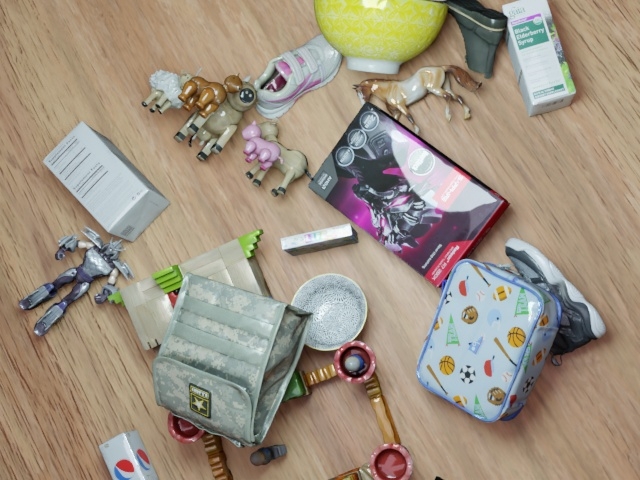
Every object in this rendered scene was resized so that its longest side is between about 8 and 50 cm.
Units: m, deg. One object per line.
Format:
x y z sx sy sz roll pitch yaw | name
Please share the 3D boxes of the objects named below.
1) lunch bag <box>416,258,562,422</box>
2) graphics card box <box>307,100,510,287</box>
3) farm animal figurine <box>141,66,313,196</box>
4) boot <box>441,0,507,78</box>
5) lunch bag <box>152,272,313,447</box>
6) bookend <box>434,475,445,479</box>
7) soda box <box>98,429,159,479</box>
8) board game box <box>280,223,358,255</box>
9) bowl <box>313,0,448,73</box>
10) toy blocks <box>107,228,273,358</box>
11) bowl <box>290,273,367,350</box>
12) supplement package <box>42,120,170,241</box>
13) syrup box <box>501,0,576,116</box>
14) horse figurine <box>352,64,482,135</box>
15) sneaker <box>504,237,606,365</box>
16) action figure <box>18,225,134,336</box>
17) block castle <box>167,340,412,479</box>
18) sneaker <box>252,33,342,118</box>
0.328 0.190 1.558 0.243 0.115 0.303 28 102 41 | lunch bag
0.184 -0.100 1.671 0.371 0.094 0.232 40 105 15 | graphics card box
-0.188 -0.264 1.728 0.327 0.330 0.172 10 59 48 | farm animal figurine
0.325 -0.457 1.737 0.077 0.137 0.198 -11 37 -23 | boot
-0.183 0.233 1.509 0.235 0.169 0.287 16 85 25 | lunch bag
0.273 0.587 1.576 0.156 0.072 0.157 23 87 14 | bookend
-0.402 0.530 1.715 0.069 0.074 0.216 -30 77 5 | soda box
0.000 0.000 1.707 0.154 0.103 0.026 -12 79 8 | board game box
0.122 -0.444 1.688 0.290 0.289 0.156 9 104 12 | bowl
-0.248 0.168 1.710 0.381 0.191 0.260 -24 89 6 | toy blocks
0.026 0.163 1.681 0.170 0.080 0.170 -6 67 15 | bowl
-0.493 -0.134 1.807 0.134 0.139 0.244 -46 75 0 | supplement package
0.466 -0.399 1.685 0.093 0.096 0.236 -15 80 7 | syrup box
0.222 -0.319 1.733 0.263 0.066 0.174 -24 77 13 | horse figurine
0.442 0.128 1.602 0.153 0.101 0.268 -41 76 3 | sneaker
-0.557 0.091 1.799 0.285 0.099 0.185 -40 88 8 | action figure
-0.059 0.415 1.597 0.453 0.213 0.303 -21 78 7 | block castle
-0.053 -0.383 1.775 0.252 0.111 0.103 -43 76 2 | sneaker
